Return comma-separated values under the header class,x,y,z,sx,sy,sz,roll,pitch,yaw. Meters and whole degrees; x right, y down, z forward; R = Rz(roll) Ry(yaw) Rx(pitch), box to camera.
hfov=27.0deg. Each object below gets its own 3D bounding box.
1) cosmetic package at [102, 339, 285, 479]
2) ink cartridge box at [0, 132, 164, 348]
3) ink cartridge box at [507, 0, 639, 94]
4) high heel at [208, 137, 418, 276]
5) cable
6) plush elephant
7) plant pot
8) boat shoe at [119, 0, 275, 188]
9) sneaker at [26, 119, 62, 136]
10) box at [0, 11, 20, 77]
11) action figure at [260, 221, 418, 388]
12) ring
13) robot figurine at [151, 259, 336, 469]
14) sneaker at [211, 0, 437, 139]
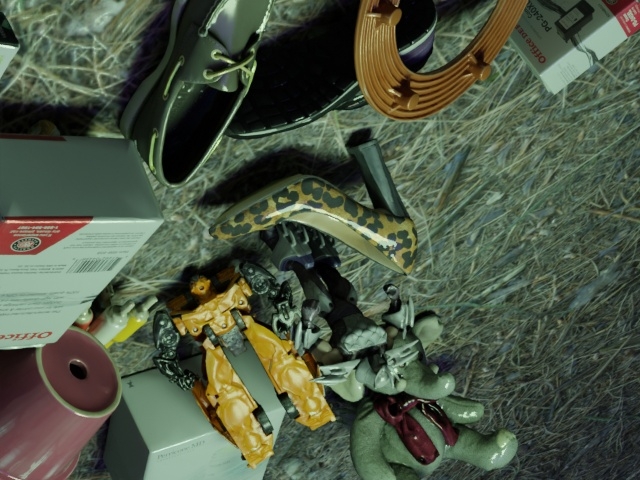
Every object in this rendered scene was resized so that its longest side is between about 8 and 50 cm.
class,x,y,z,sx,sy,sz,roll,pitch,yaw
cosmetic package,-0.193,0.290,2.010,0.224,0.138,0.224,-16,145,-26
ink cartridge box,-0.329,0.008,1.445,0.197,0.114,0.273,-1,147,-42
ink cartridge box,0.311,-0.274,1.658,0.150,0.109,0.063,-38,151,11
high heel,0.000,0.000,1.703,0.261,0.186,0.093,-25,-171,-19
cable,-0.329,0.153,1.744,0.140,0.072,0.287,2,137,-36
plush elephant,0.145,0.262,2.189,0.272,0.330,0.255,-27,130,-34
plant pot,-0.350,0.200,1.636,0.180,0.201,0.201,-36,152,31
boat shoe,-0.115,-0.186,1.415,0.109,0.091,0.305,-3,139,-41
sneaker,-0.313,-0.093,1.431,0.083,0.032,0.037,-34,150,5
box,-0.467,-0.131,1.212,0.322,0.058,0.232,2,136,-46
action figure,0.021,0.083,1.745,0.185,0.285,0.099,-3,139,-41
ring,0.159,-0.280,1.471,0.337,0.032,0.336,-37,145,-32
robot figurine,-0.108,0.163,1.838,0.211,0.085,0.291,-30,112,-6
sneaker,0.013,-0.176,1.541,0.283,0.107,0.124,-28,155,-8
